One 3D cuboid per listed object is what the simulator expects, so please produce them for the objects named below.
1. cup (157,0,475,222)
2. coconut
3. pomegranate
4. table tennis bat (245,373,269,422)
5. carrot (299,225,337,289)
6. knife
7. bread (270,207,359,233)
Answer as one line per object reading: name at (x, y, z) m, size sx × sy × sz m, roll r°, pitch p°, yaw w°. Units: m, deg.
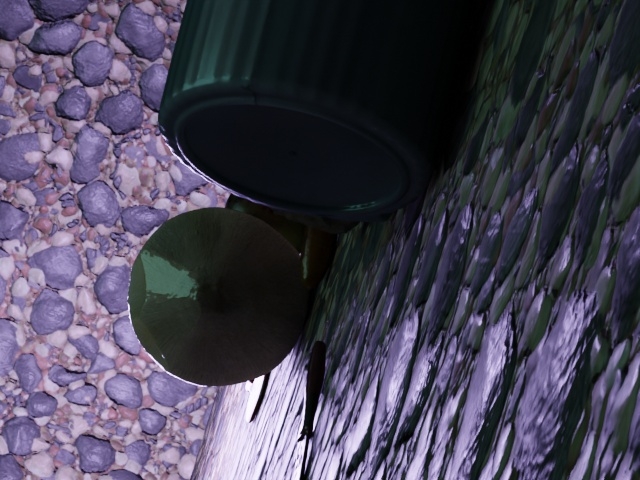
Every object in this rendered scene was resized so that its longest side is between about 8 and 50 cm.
cup at (0.000, -0.192, 1.590) m, size 0.331 × 0.256 × 0.311 m, roll 122°, pitch 164°, yaw -65°
coconut at (-0.134, 0.072, 2.312) m, size 0.266 × 0.237 × 0.237 m, roll -141°, pitch 68°, yaw -85°
pomegranate at (-0.071, -0.019, 2.627) m, size 0.169 × 0.148 × 0.148 m, roll 68°, pitch -149°, yaw -54°
table tennis bat at (-0.095, 0.224, 2.651) m, size 0.154 × 0.019 × 0.098 m, roll -178°, pitch 105°, yaw -82°
carrot at (0.000, 0.000, 2.188) m, size 0.048 × 0.048 × 0.139 m, roll 114°, pitch 170°, yaw -53°
knife at (-0.016, 0.192, 1.807) m, size 0.247 × 0.018 × 0.035 m, roll -79°, pitch 11°, yaw -48°
bread at (-0.003, -0.141, 1.911) m, size 0.195 × 0.176 × 0.246 m, roll 111°, pitch 175°, yaw -54°
